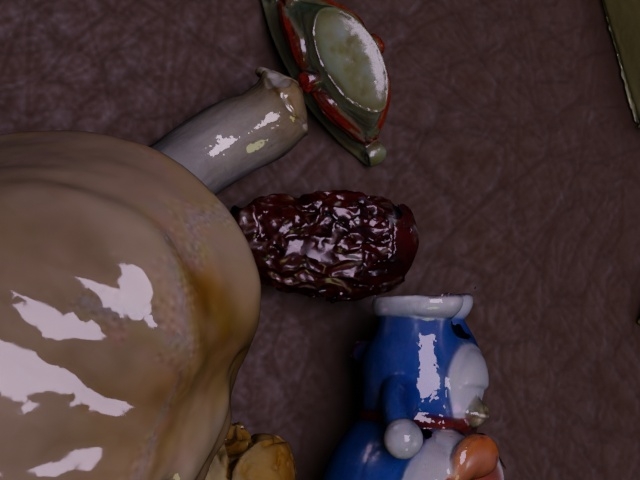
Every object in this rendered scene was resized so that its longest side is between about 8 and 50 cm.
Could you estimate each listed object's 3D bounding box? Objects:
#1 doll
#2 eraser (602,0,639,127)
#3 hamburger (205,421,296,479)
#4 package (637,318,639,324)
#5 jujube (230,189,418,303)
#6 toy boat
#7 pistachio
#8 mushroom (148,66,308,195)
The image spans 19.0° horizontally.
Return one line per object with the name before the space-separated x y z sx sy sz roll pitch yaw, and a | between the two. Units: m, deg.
doll | 0.088 0.163 1.567 0.161 0.215 0.257 5 90 23
eraser | 0.313 -0.195 1.730 0.058 0.117 0.172 -15 89 -22
hamburger | -0.083 0.240 1.473 0.108 0.214 0.214 12 78 -2
package | 0.361 0.072 1.741 0.131 0.071 0.047 19 71 -20
jujube | -0.001 0.004 1.597 0.166 0.104 0.104 3 82 -9
toy boat | 0.012 -0.148 1.631 0.089 0.071 0.185 -34 97 -24
pistachio | -0.247 0.106 1.366 0.445 0.281 0.365 -27 68 6
mushroom | -0.120 -0.046 1.554 0.278 0.096 0.099 -39 95 -24
